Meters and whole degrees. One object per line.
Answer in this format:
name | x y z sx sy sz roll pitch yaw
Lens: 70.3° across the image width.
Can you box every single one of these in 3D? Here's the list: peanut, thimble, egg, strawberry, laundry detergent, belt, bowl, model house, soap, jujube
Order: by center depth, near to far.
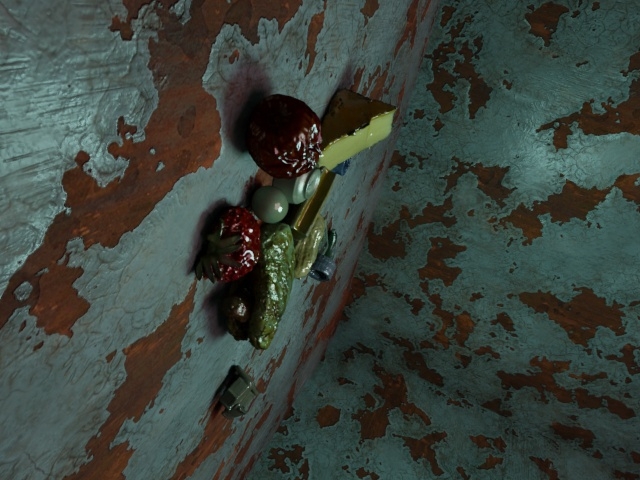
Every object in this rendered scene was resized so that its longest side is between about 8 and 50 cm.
jujube | -0.100 -0.276 1.233 0.213 0.213 0.232 -65 161 -9
strawberry | -0.223 0.010 1.334 0.306 0.138 0.233 -25 134 -68
egg | -0.157 -0.111 1.424 0.114 0.114 0.152 -64 165 -13
bowl | -0.072 -0.217 1.596 0.211 0.112 0.211 -59 162 -32
soap | -0.044 -0.141 1.753 0.274 0.089 0.173 -63 -166 -14
peanut | -0.079 0.014 1.892 0.159 0.143 0.291 8 -101 63
model house | -0.349 0.648 1.902 0.188 0.122 0.229 -54 157 -29
belt | 0.103 -0.387 2.047 0.141 0.082 0.190 -56 164 -57
thimble | 0.002 0.142 2.372 0.150 0.150 0.097 88 23 -60
laundry detergent | 0.059 0.017 2.574 0.137 0.063 0.210 -52 158 -52

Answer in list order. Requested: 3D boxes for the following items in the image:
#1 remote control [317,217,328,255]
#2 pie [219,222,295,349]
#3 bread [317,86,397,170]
remote control | 0.000 0.000 2.362 0.123 0.038 0.285 -59 164 -28
pie | -0.189 0.164 1.627 0.395 0.180 0.418 89 20 -55
bread | 0.142 -0.407 1.804 0.248 0.279 0.315 89 14 -74
